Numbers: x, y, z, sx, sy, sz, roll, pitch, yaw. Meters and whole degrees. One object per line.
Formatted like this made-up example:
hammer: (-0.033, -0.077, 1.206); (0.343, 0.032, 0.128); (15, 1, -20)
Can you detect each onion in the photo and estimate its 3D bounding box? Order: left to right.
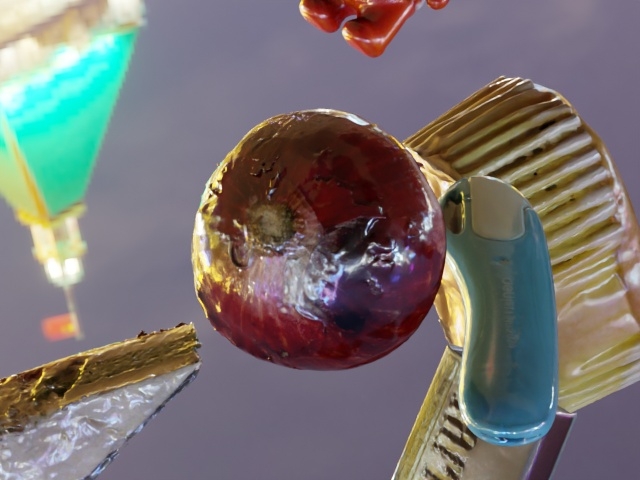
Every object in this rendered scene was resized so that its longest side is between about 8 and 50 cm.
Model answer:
onion: (0.000, 0.000, 0.801); (0.131, 0.131, 0.131); (-5, -145, 3)

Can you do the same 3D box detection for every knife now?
knife: (0.093, 0.033, 0.884); (0.064, 0.031, 0.222); (4, -145, -1)

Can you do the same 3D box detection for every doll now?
doll: (0.088, -0.258, 1.345); (0.142, 0.076, 0.245); (37, -93, 37)

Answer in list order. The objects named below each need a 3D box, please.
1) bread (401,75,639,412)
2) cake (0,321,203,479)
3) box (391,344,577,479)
bread: (0.182, 0.008, 1.393); (0.156, 0.288, 0.204); (-28, -154, -12)
cake: (-0.187, 0.155, 1.311); (0.220, 0.117, 0.086); (-16, -155, -6)
box: (0.095, 0.171, 1.111); (0.036, 0.178, 0.115); (14, -169, -38)
